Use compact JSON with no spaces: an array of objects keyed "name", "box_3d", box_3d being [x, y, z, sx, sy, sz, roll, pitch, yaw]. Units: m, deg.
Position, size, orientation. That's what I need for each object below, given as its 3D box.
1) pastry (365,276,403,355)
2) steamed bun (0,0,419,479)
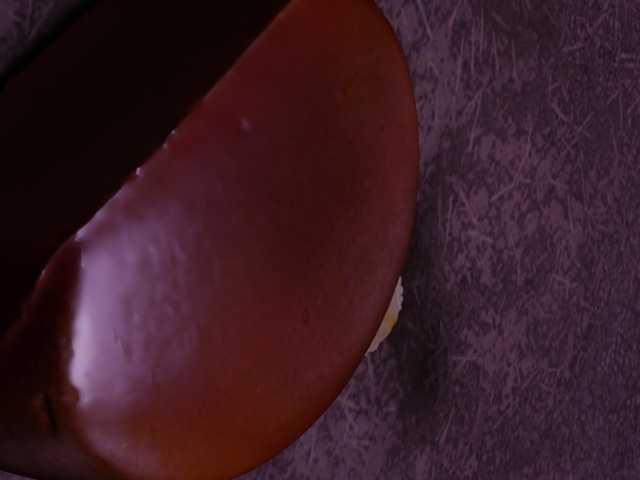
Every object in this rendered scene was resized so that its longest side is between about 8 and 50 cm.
[{"name":"pastry","box_3d":[-0.005,0.001,1.358,0.121,0.089,0.258,-34,121,-32]},{"name":"steamed bun","box_3d":[-0.095,0.007,1.088,0.379,0.235,0.248,-53,131,-36]}]
